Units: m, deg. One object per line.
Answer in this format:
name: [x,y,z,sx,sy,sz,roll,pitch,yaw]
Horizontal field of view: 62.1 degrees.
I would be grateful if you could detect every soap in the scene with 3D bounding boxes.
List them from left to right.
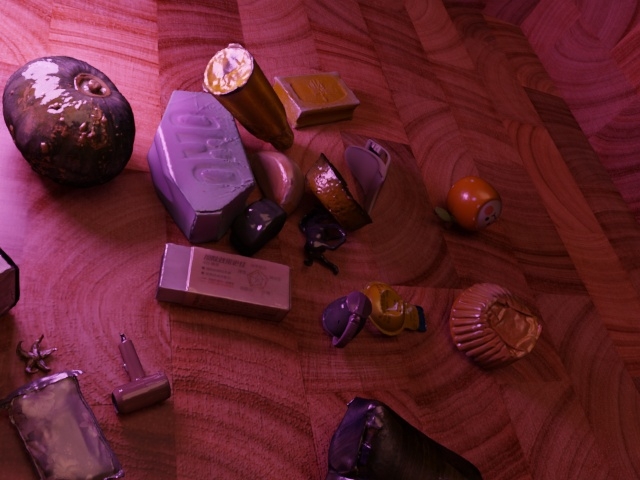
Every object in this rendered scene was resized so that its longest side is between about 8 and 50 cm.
soap: [-0.344,-0.216,1.524,0.261,0.156,0.447,-2,59,-32]
soap: [-0.019,-0.534,1.997,0.314,0.091,0.199,-19,69,-38]

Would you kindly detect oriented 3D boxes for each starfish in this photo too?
starfish: [-0.599,0.240,1.120,0.078,0.028,0.091,16,47,-27]

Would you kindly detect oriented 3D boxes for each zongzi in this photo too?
zongzi: [0.154,0.629,1.188,0.403,0.207,0.433,35,64,-16]

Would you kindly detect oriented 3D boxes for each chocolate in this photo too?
chocolate: [-0.190,-0.391,1.614,0.162,0.162,0.445,64,7,23]

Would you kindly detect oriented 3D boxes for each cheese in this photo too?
cheese: [0.220,0.209,1.592,0.270,0.069,0.177,19,50,-30]

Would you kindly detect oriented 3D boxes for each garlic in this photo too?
garlic: [-0.139,-0.190,1.657,0.164,0.145,0.245,-28,68,-8]

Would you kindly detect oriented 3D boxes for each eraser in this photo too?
eraser: [-0.246,0.111,1.388,0.343,0.078,0.144,13,51,-20]

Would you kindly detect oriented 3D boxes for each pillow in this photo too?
pillow: [-0.509,0.386,1.043,0.169,0.059,0.255,-19,70,-38]

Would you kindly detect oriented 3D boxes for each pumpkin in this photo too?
pumpkin: [-0.628,-0.292,1.344,0.291,0.257,0.328,0,52,-46]

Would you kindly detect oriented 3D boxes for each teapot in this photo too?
teapot: [0.070,0.208,1.452,0.116,0.146,0.148,48,48,9]

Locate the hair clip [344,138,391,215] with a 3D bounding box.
hair clip: [0.177,-0.245,1.858,0.113,0.173,0.282,-7,49,-24]

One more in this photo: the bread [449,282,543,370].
bread: [0.539,0.260,1.652,0.273,0.149,0.275,3,75,-13]

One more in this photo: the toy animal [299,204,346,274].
toy animal: [0.000,0.000,1.627,0.147,0.085,0.233,14,51,-6]

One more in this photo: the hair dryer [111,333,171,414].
hair dryer: [-0.417,0.286,1.177,0.117,0.064,0.182,-13,57,-35]

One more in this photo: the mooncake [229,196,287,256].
mooncake: [-0.177,-0.037,1.515,0.104,0.169,0.175,36,13,12]

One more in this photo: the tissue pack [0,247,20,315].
tissue pack: [-0.798,0.011,1.053,0.370,0.210,0.198,43,50,6]

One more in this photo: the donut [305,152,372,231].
donut: [0.049,-0.136,1.661,0.272,0.107,0.272,51,8,-10]

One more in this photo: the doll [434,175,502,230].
doll: [0.538,-0.119,1.962,0.236,0.213,0.214,-35,74,2]
